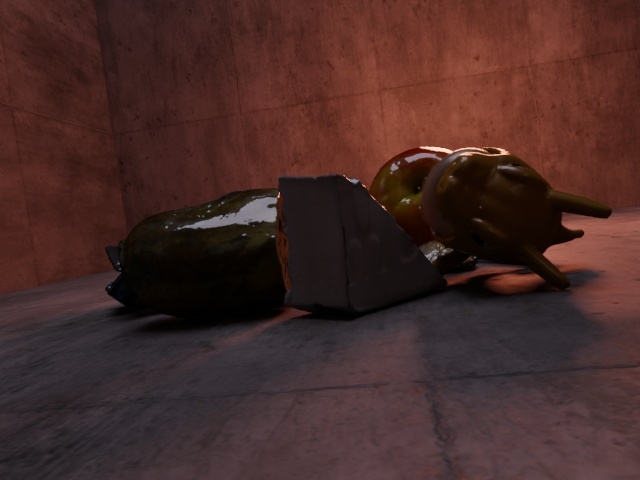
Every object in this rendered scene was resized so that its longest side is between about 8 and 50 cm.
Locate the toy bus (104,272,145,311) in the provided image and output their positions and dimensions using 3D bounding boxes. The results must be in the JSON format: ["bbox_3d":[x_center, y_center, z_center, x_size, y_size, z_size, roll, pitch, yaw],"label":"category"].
[{"bbox_3d":[-0.492,0.122,1.294,0.090,0.106,0.184,-51,15,-12],"label":"toy bus"}]

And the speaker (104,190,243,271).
[{"bbox_3d":[-0.299,-0.007,1.224,0.388,0.184,0.180,-38,38,-15],"label":"speaker"}]

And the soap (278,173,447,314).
[{"bbox_3d":[0.083,-0.009,0.926,0.302,0.258,0.158,-8,1,-43],"label":"soap"}]

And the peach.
[{"bbox_3d":[0.342,-0.106,1.555,0.387,0.389,0.388,-7,2,0],"label":"peach"}]

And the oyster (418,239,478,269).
[{"bbox_3d":[0.300,0.043,1.249,0.190,0.081,0.163,-13,9,-29],"label":"oyster"}]

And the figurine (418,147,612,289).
[{"bbox_3d":[0.361,-0.050,1.002,0.400,0.269,0.387,-4,1,2],"label":"figurine"}]

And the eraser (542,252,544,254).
[{"bbox_3d":[0.487,0.008,1.265,0.092,0.046,0.212,-48,16,-10],"label":"eraser"}]

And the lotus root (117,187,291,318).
[{"bbox_3d":[-0.223,0.032,0.997,0.345,0.251,0.250,-8,2,-1],"label":"lotus root"}]
